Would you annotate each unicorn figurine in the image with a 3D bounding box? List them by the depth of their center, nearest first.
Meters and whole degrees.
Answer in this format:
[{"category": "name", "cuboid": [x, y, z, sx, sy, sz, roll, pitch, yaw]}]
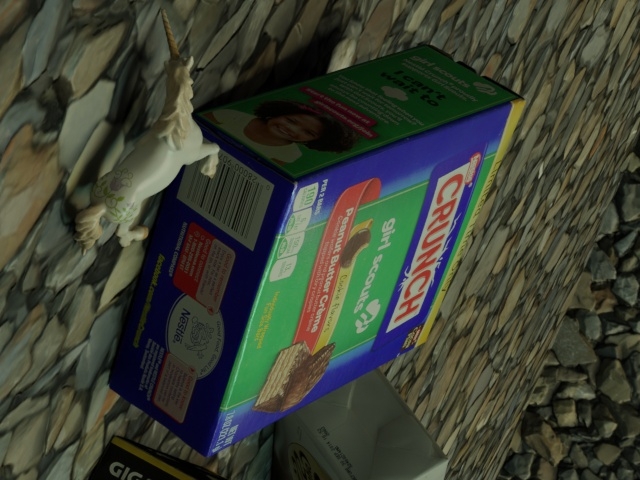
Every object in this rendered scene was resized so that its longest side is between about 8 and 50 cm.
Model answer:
[{"category": "unicorn figurine", "cuboid": [-0.113, -0.059, 1.365, 0.162, 0.060, 0.111, -60, 166, -10]}]

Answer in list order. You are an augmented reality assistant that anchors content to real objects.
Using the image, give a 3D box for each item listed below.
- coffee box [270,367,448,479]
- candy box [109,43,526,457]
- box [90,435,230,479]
[{"category": "coffee box", "cuboid": [0.036, 0.278, 2.227, 0.119, 0.168, 0.297, -27, 152, -20]}, {"category": "candy box", "cuboid": [0.000, 0.000, 1.634, 0.317, 0.122, 0.268, -24, 141, -49]}, {"category": "box", "cuboid": [-0.052, 0.279, 1.797, 0.079, 0.257, 0.322, -61, 165, -5]}]
